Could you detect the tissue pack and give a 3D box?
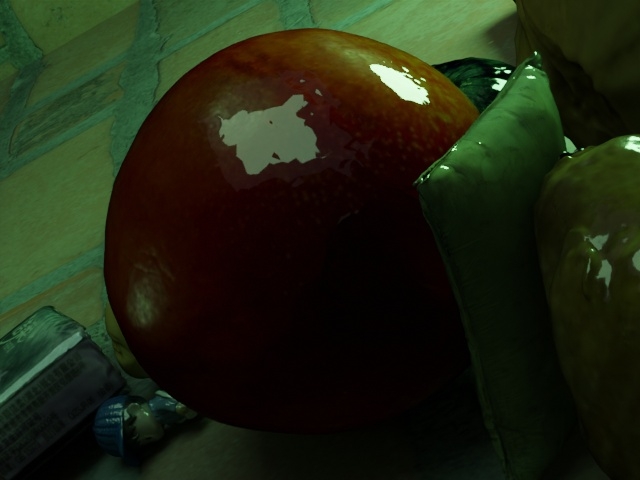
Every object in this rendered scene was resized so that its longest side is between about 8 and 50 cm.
[{"bbox_3d":[-0.405,0.227,1.333,0.361,0.122,0.259,-39,18,-16],"label":"tissue pack"}]

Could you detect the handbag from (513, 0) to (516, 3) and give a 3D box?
[{"bbox_3d":[0.379,-0.367,1.584,0.244,0.088,0.275,-25,23,8],"label":"handbag"}]

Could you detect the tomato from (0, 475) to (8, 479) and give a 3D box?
[{"bbox_3d":[-0.342,0.328,0.936,0.316,0.282,0.317,-15,11,3],"label":"tomato"}]

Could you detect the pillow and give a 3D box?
[{"bbox_3d":[0.156,0.033,0.882,0.075,0.302,0.185,6,39,36],"label":"pillow"}]

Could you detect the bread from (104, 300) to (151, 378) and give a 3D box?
[{"bbox_3d":[-0.152,0.033,1.371,0.121,0.173,0.311,4,43,14],"label":"bread"}]

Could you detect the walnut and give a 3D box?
[{"bbox_3d":[0.362,-0.231,1.080,0.383,0.383,0.383,-25,26,14],"label":"walnut"}]

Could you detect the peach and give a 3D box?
[{"bbox_3d":[0.000,0.000,1.045,0.388,0.388,0.388,-25,26,14],"label":"peach"}]

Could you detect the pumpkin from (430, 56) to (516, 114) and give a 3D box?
[{"bbox_3d":[0.142,-0.104,1.290,0.233,0.163,0.233,-24,29,14],"label":"pumpkin"}]

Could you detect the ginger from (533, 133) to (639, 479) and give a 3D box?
[{"bbox_3d":[0.260,0.059,0.755,0.200,0.269,0.223,-13,5,-33],"label":"ginger"}]

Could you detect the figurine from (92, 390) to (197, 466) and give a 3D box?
[{"bbox_3d":[-0.179,0.179,1.243,0.136,0.079,0.077,-40,-15,-7],"label":"figurine"}]
